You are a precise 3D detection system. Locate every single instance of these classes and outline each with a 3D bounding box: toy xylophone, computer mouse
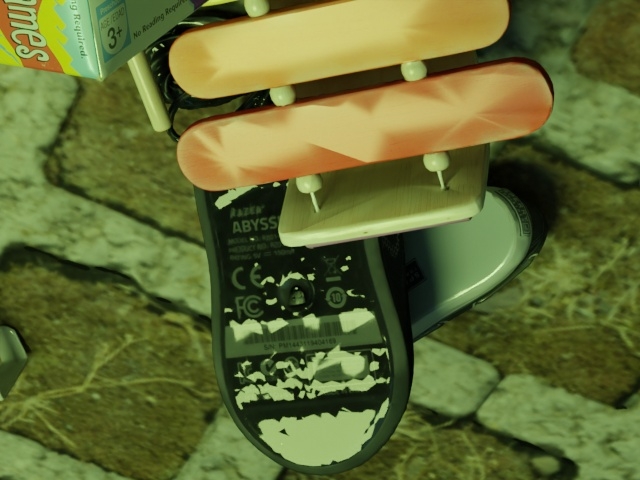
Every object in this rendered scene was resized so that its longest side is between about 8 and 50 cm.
[{"bbox_3d":[-0.026,-0.146,0.884,0.236,0.081,0.322,-17,111,20],"label":"toy xylophone"},{"bbox_3d":[0.000,0.000,1.008,0.188,0.072,0.272,-2,97,15],"label":"computer mouse"}]

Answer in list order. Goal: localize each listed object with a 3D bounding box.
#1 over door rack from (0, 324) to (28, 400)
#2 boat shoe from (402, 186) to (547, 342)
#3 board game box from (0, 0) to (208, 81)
[{"bbox_3d":[-0.367,0.015,1.105,0.239,0.108,0.324,-9,130,18],"label":"over door rack"},{"bbox_3d":[0.045,0.033,1.078,0.228,0.080,0.076,-35,162,26],"label":"boat shoe"},{"bbox_3d":[-0.189,-0.183,0.805,0.275,0.144,0.142,11,124,26],"label":"board game box"}]
